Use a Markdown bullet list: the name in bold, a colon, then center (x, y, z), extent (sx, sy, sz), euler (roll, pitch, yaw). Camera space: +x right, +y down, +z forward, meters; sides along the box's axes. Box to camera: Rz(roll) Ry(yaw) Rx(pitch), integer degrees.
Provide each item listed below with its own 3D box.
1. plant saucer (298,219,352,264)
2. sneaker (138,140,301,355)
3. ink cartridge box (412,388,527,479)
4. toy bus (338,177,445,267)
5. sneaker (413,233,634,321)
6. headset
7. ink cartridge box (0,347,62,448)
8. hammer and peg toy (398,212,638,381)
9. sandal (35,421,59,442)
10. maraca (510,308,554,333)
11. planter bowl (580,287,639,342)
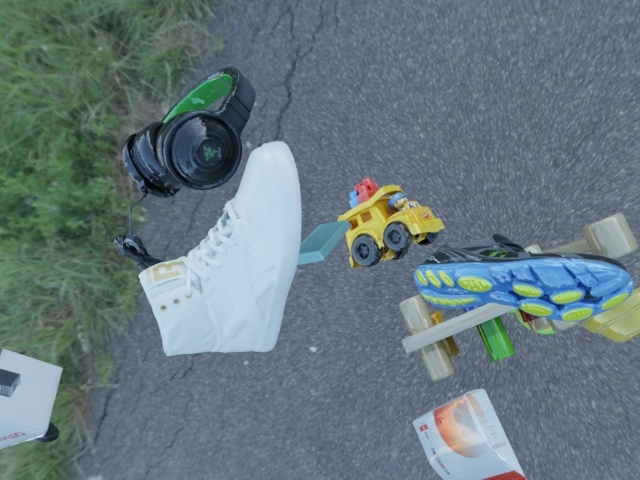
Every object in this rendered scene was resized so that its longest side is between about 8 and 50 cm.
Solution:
- **plant saucer**: center (0.000, 0.000, 0.918), extent (0.067, 0.192, 0.018), euler (-10, 106, 20)
- **sneaker**: center (-0.124, 0.024, 0.626), extent (0.108, 0.169, 0.293), euler (-126, 40, -52)
- **ink cartridge box**: center (0.208, 0.314, 0.735), extent (0.145, 0.045, 0.179), euler (-55, 46, 51)
- **toy bus**: center (0.153, -0.060, 1.264), extent (0.220, 0.149, 0.212), euler (-29, 76, 40)
- **sneaker**: center (0.175, 0.024, 0.481), extent (0.188, 0.078, 0.067), euler (0, 129, 43)
- **headset**: center (-0.232, -0.130, 0.939), extent (0.243, 0.185, 0.394), euler (-4, 52, 44)
- **ink cartridge box**: center (-0.580, 0.229, 0.816), extent (0.197, 0.273, 0.114), euler (-23, 49, 29)
- **hammer and peg toy**: center (0.305, 0.099, 0.841), extent (0.361, 0.266, 0.127), euler (-24, 76, 7)
- **sandal**: center (-0.607, 0.376, 1.105), extent (0.179, 0.067, 0.040), euler (25, 101, 34)
- **maraca**: center (0.515, 0.150, 1.261), extent (0.127, 0.099, 0.185), euler (-54, 35, -4)
- **planter bowl**: center (0.806, 0.206, 1.395), extent (0.217, 0.217, 0.090), euler (-35, 62, 14)
